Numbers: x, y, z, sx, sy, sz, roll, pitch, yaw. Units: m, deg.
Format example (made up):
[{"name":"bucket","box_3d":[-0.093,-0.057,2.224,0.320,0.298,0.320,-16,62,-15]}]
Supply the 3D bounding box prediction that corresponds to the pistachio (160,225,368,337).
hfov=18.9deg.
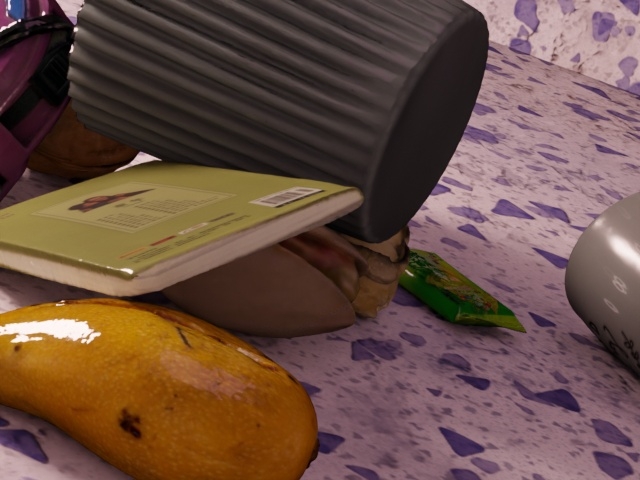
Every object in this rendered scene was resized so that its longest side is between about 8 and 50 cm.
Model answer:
[{"name":"pistachio","box_3d":[-0.064,0.022,1.826,0.215,0.144,0.144,12,17,4]}]

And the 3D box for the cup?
[{"name":"cup","box_3d":[0.422,0.098,2.113,0.258,0.186,0.234,41,8,-42]}]

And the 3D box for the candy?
[{"name":"candy","box_3d":[0.139,0.054,2.124,0.102,0.032,0.178,5,22,-40]}]

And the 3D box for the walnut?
[{"name":"walnut","box_3d":[-0.261,-0.136,2.082,0.180,0.144,0.144,8,21,-38]}]

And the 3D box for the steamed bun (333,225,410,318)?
[{"name":"steamed bun","box_3d":[0.000,0.000,2.025,0.177,0.106,0.192,21,26,-8]}]

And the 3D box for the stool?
[{"name":"stool","box_3d":[-0.032,-0.176,1.901,0.330,0.297,0.297,26,18,17]}]

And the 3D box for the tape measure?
[{"name":"tape measure","box_3d":[-0.364,-0.170,1.955,0.231,0.245,0.149,34,-9,34]}]

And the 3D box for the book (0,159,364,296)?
[{"name":"book","box_3d":[-0.151,-0.018,1.704,0.239,0.035,0.352,-22,18,-31]}]

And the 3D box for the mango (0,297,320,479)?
[{"name":"mango","box_3d":[-0.138,0.110,1.501,0.294,0.120,0.177,24,16,13]}]
